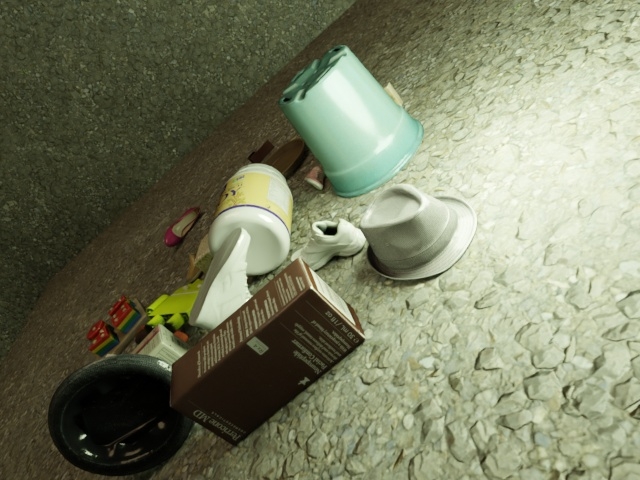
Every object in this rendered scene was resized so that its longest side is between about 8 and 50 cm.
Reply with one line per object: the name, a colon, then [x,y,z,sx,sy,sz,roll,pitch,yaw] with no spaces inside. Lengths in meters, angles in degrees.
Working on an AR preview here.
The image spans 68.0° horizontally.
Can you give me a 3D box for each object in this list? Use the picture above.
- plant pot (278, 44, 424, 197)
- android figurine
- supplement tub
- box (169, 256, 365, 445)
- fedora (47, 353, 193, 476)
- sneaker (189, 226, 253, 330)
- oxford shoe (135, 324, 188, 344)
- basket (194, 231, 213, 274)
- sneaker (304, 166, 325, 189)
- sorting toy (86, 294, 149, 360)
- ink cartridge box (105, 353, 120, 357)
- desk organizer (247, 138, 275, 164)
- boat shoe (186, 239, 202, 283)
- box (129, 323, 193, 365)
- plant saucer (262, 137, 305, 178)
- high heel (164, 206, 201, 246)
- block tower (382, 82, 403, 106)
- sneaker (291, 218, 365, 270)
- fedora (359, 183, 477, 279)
plant pot: [0.072,-0.363,1.415,0.341,0.334,0.341,-33,30,22]
android figurine: [-0.439,0.202,1.536,0.248,0.056,0.273,-9,25,29]
supplement tub: [-0.209,-0.076,1.497,0.241,0.241,0.331,-33,31,21]
box: [-0.116,0.237,1.011,0.381,0.191,0.143,-40,28,8]
fedora: [-0.474,0.406,1.173,0.334,0.334,0.152,-44,11,0]
sneaker: [-0.228,0.123,1.323,0.108,0.169,0.293,16,80,61]
oxford shoe: [-0.538,0.337,1.534,0.271,0.097,0.098,-12,48,45]
basket: [-0.368,0.042,1.682,0.103,0.113,0.167,-36,29,20]
sneaker: [-0.010,-0.218,1.624,0.070,0.051,0.134,-50,24,1]
sorting toy: [-0.820,0.348,1.889,0.255,0.089,0.257,-51,29,-13]
ink cartridge box: [-0.676,0.477,1.593,0.224,0.056,0.181,-2,46,27]
desk organizer: [-0.282,-0.417,2.247,0.130,0.050,0.047,-50,29,-10]
boat shoe: [-0.479,0.077,1.821,0.068,0.072,0.190,-25,34,32]
box: [-0.473,0.380,1.331,0.232,0.148,0.127,-46,27,-4]
plant saucer: [-0.164,-0.313,1.966,0.278,0.041,0.278,-32,30,21]
high heel: [-0.640,-0.068,2.220,0.117,0.082,0.244,-36,15,35]
block tower: [0.126,-0.439,1.703,0.335,0.091,0.097,-17,39,41]
sneaker: [0.000,0.000,1.252,0.232,0.115,0.090,-26,33,30]
fedora: [0.189,-0.040,1.050,0.244,0.124,0.275,-53,29,-14]
